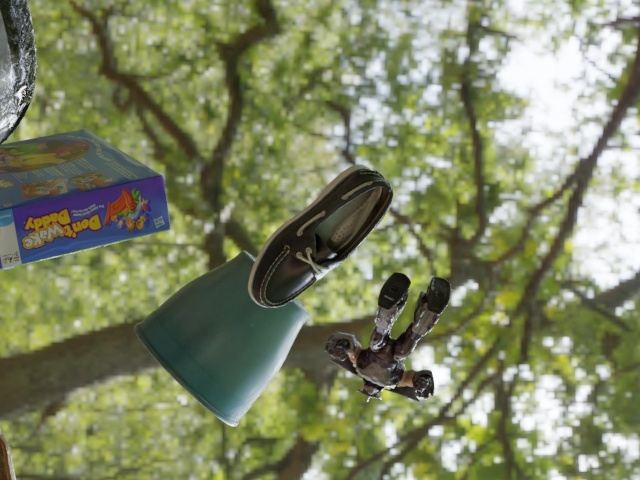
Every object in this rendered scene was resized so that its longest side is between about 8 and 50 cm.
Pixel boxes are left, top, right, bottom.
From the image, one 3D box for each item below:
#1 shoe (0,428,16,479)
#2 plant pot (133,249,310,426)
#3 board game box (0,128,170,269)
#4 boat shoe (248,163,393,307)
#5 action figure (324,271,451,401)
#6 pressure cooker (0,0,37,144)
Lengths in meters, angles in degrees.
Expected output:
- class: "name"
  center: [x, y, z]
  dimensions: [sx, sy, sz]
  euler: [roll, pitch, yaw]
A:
- class: "shoe"
  center: [-0.434, 0.333, 1.674]
  dimensions: [0.058, 0.076, 0.219]
  euler: [-130, -140, -62]
- class: "plant pot"
  center: [-0.169, 0.167, 2.406]
  dimensions: [0.255, 0.271, 0.271]
  euler: [-46, -156, -1]
- class: "board game box"
  center: [-0.379, -0.067, 1.752]
  dimensions: [0.347, 0.233, 0.078]
  euler: [30, -51, 59]
- class: "boat shoe"
  center: [0.000, 0.000, 2.123]
  dimensions: [0.302, 0.114, 0.091]
  euler: [-52, -148, 0]
- class: "action figure"
  center: [0.104, 0.165, 1.952]
  dimensions: [0.285, 0.185, 0.099]
  euler: [109, -3, -47]
- class: "pressure cooker"
  center: [-0.524, -0.173, 1.151]
  dimensions: [0.375, 0.420, 0.370]
  euler: [31, -43, 33]
